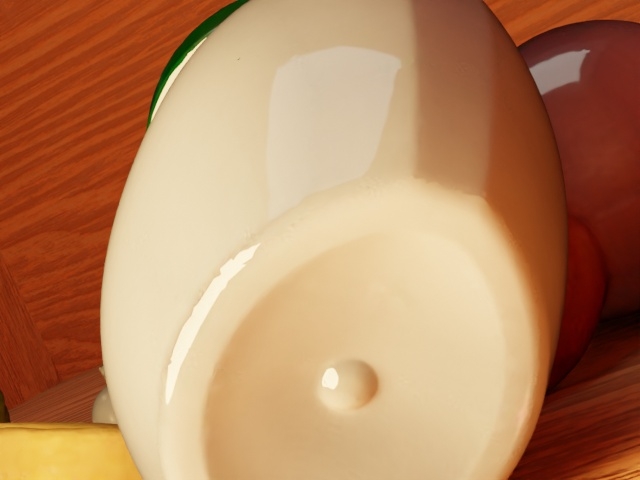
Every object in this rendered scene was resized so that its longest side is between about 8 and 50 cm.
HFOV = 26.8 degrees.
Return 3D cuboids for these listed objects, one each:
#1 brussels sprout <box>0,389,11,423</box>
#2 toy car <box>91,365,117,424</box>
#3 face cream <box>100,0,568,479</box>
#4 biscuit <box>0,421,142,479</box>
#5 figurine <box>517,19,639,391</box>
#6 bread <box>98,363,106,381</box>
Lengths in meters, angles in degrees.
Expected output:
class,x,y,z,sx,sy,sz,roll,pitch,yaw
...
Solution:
class,x,y,z,sx,sy,sz,roll,pitch,yaw
brussels sprout,-0.509,0.247,1.648,0.259,0.227,0.294,-22,16,-21
toy car,-0.203,0.187,1.515,0.112,0.112,0.139,-42,17,-22
face cream,0.000,0.000,0.730,0.357,0.219,0.312,-101,31,-66
biscuit,-0.223,0.157,0.880,0.351,0.057,0.312,-7,-15,11
figurine,0.195,-0.047,0.928,0.270,0.211,0.261,-25,1,11
bread,-0.152,0.141,1.791,0.288,0.119,0.152,-24,-2,26
